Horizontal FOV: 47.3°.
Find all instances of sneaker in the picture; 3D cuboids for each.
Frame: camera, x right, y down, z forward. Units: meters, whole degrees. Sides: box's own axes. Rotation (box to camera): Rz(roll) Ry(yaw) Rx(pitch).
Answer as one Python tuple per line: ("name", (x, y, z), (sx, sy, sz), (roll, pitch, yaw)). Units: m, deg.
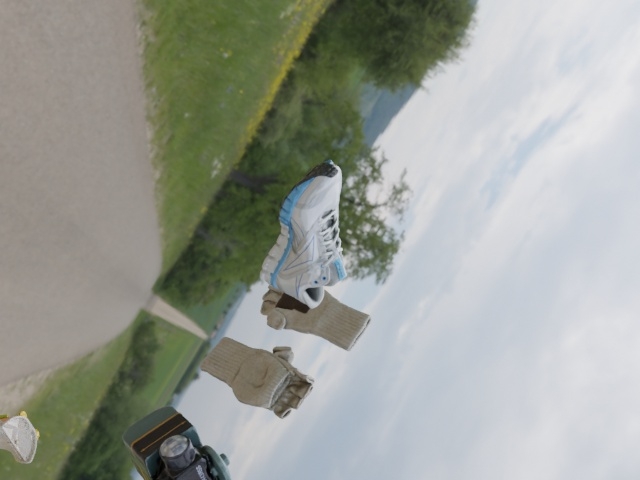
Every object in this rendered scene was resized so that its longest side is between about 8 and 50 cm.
("sneaker", (0.000, 0.000, 0.746), (0.071, 0.083, 0.191), (-37, 159, -35))

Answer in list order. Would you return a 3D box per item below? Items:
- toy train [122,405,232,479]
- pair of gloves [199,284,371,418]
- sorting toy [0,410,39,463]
("toy train", (-0.219, 0.437, 1.244), (0.142, 0.334, 0.190), (-32, -145, -26))
("pair of gloves", (-0.061, 0.163, 1.190), (0.240, 0.204, 0.042), (-45, 139, -22))
("sorting toy", (-0.466, 0.284, 1.078), (0.045, 0.075, 0.083), (-70, 150, -52))
